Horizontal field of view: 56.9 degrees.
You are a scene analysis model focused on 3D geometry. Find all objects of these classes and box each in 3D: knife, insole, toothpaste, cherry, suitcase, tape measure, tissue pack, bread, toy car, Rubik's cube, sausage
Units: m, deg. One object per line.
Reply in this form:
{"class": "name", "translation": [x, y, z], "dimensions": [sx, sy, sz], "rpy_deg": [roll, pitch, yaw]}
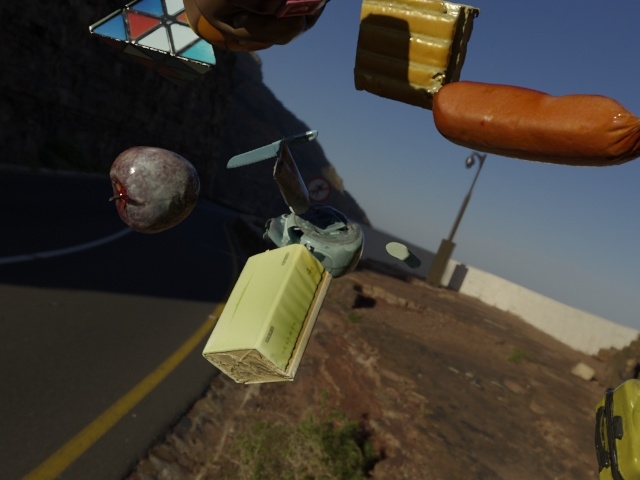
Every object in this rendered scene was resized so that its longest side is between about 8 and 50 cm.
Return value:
{"class": "knife", "translation": [-0.150, -0.278, 1.816], "dimensions": [0.313, 0.044, 0.019], "rpy_deg": [-16, 28, 14]}
{"class": "insole", "translation": [0.257, 0.044, 1.832], "dimensions": [0.153, 0.053, 0.002], "rpy_deg": [44, -13, 47]}
{"class": "toothpaste", "translation": [-0.087, -0.166, 1.662], "dimensions": [0.073, 0.113, 0.299], "rpy_deg": [9, -21, 14]}
{"class": "cherry", "translation": [-0.360, -0.111, 1.290], "dimensions": [0.195, 0.195, 0.195], "rpy_deg": [22, 4, -2]}
{"class": "suitcase", "translation": [0.580, 0.345, 0.965], "dimensions": [0.235, 0.143, 0.193], "rpy_deg": [19, 48, 0]}
{"class": "tape measure", "translation": [0.000, 0.000, 1.829], "dimensions": [0.275, 0.147, 0.256], "rpy_deg": [-13, 44, -37]}
{"class": "tissue pack", "translation": [-0.095, 0.136, 1.104], "dimensions": [0.159, 0.234, 0.125], "rpy_deg": [-14, -49, 42]}
{"class": "bread", "translation": [0.210, -0.430, 1.342], "dimensions": [0.246, 0.239, 0.111], "rpy_deg": [22, 32, 27]}
{"class": "toy car", "translation": [-0.111, -0.445, 0.855], "dimensions": [0.272, 0.340, 0.240], "rpy_deg": [-17, -2, -29]}
{"class": "Rubik's cube", "translation": [-0.397, -0.440, 1.325], "dimensions": [0.235, 0.284, 0.250], "rpy_deg": [-4, -19, -26]}
{"class": "sausage", "translation": [0.278, -0.156, 0.799], "dimensions": [0.097, 0.093, 0.348], "rpy_deg": [26, 3, -36]}
